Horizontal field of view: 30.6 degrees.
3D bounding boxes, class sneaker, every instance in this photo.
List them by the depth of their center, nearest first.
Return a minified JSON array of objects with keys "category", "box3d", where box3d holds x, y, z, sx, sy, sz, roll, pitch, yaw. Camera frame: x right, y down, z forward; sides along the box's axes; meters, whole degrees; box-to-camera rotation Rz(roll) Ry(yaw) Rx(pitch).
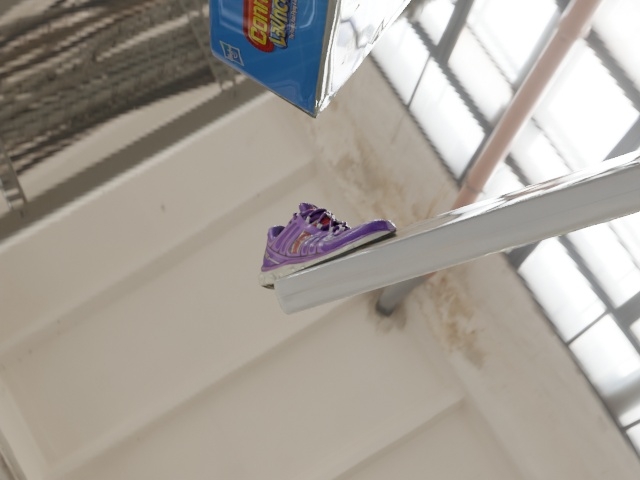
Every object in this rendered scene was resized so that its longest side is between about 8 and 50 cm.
[{"category":"sneaker","box3d":[0.000,0.000,0.960,0.068,0.170,0.071,5,-100,-37]}]

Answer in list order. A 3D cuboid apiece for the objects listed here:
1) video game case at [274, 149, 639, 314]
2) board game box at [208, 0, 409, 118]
[{"category":"video game case","box3d":[0.113,-0.013,0.720,0.227,0.206,0.026,-19,-89,27]},{"category":"board game box","box3d":[0.055,-0.273,0.673,0.086,0.308,0.302,32,-115,11]}]
